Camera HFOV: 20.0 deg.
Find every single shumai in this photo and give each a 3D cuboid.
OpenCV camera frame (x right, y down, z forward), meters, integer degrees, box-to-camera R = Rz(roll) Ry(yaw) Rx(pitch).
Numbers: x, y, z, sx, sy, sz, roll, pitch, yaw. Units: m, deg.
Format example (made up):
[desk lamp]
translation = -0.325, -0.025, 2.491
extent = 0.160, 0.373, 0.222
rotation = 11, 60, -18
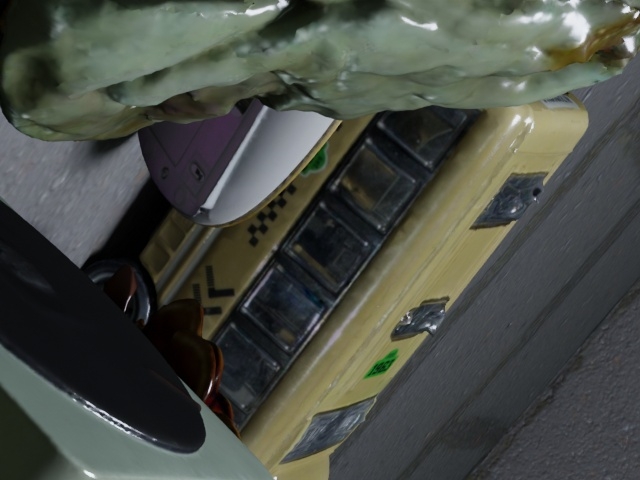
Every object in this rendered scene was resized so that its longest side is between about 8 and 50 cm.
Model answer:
[shumai]
translation = 0.030, -0.134, 0.840
extent = 0.304, 0.263, 0.309
rotation = -61, 172, -13

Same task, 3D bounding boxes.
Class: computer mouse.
[computer mouse]
translation = -0.022, -0.119, 1.063
extent = 0.056, 0.126, 0.245
rotation = 13, 119, -41

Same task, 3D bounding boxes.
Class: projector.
[projector]
translation = -0.160, 0.043, 0.834
extent = 0.079, 0.259, 0.257
rotation = -49, 162, 5

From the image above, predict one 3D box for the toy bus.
[toy bus]
translation = 0.000, 0.000, 1.218
extent = 0.365, 0.202, 0.177
rotation = -53, 162, 19

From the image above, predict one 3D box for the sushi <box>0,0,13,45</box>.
[sushi]
translation = -0.128, -0.152, 0.876
extent = 0.139, 0.031, 0.201
rotation = -25, 151, -51

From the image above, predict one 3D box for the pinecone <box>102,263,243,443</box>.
[pinecone]
translation = -0.172, 0.146, 1.064
extent = 0.264, 0.264, 0.264
rotation = -42, 161, -18
